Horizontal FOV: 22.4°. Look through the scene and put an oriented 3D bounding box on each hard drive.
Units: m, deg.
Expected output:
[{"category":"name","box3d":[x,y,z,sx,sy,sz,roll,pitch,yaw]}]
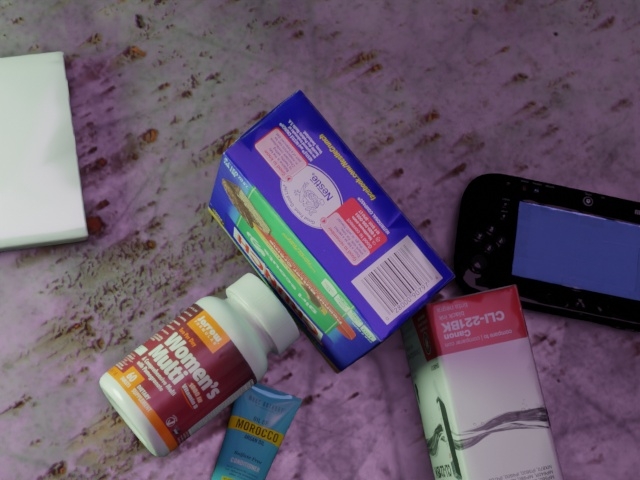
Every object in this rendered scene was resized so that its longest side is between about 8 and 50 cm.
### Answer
[{"category":"hard drive","box3d":[-0.469,-0.093,1.937,0.353,0.047,0.233,-8,81,-9]}]

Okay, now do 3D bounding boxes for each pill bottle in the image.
[{"category":"pill bottle","box3d":[-0.140,0.143,1.904,0.221,0.121,0.121,-38,87,-12]}]

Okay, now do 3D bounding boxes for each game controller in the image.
[{"category":"game controller","box3d":[0.324,0.017,2.022,0.319,0.067,0.166,11,79,-7]}]

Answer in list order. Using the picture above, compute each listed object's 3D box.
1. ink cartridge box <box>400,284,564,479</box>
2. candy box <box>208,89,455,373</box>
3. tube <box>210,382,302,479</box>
[{"category":"ink cartridge box","box3d":[0.190,0.207,1.902,0.114,0.197,0.273,-12,82,-9]},{"category":"candy box","box3d":[0.000,0.000,1.850,0.122,0.317,0.268,-39,86,-11]},{"category":"tube","box3d":[-0.093,0.270,1.930,0.080,0.052,0.207,24,72,-10]}]
